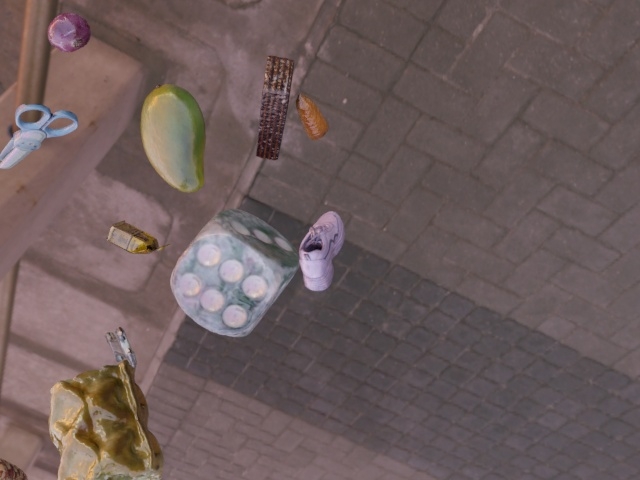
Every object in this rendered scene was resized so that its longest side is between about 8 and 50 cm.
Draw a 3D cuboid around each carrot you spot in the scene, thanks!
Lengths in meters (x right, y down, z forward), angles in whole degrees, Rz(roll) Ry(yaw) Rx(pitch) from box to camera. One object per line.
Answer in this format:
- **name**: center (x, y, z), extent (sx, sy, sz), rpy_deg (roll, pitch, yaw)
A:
- **carrot**: center (-0.032, -0.354, 1.699), extent (0.072, 0.072, 0.205), rpy_deg (-1, 164, 14)

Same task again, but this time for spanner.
- **spanner**: center (-0.352, 0.189, 1.070), extent (0.071, 0.017, 0.302), rpy_deg (65, 155, 0)

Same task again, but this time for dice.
- **dice**: center (-0.289, 0.110, 2.081), extent (0.328, 0.348, 0.330), rpy_deg (36, 107, 2)

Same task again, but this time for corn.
- **corn**: center (-0.722, 0.545, 1.376), extent (0.086, 0.086, 0.253), rpy_deg (16, 152, -1)

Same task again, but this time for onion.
- **onion**: center (-0.690, -0.572, 1.660), extent (0.104, 0.115, 0.115), rpy_deg (42, 134, 14)

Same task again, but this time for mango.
- **mango**: center (-0.264, -0.181, 1.079), extent (0.122, 0.085, 0.191), rpy_deg (13, 114, 15)

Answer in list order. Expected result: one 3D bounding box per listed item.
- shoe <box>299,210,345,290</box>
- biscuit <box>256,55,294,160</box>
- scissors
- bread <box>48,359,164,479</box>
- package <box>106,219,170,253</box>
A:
- **shoe**: center (0.000, 0.000, 1.584), extent (0.095, 0.245, 0.138), rpy_deg (4, 141, 14)
- **biscuit**: center (-0.129, -0.347, 1.655), extent (0.073, 0.107, 0.388), rpy_deg (9, 161, -7)
- **scissors**: center (-0.644, -0.223, 1.334), extent (0.256, 0.030, 0.125), rpy_deg (-27, 158, 34)
- **bread**: center (-0.440, 0.395, 1.243), extent (0.238, 0.252, 0.196), rpy_deg (-6, 151, -48)
- **package**: center (-0.429, 0.003, 1.430), extent (0.131, 0.071, 0.047), rpy_deg (26, 101, -1)
